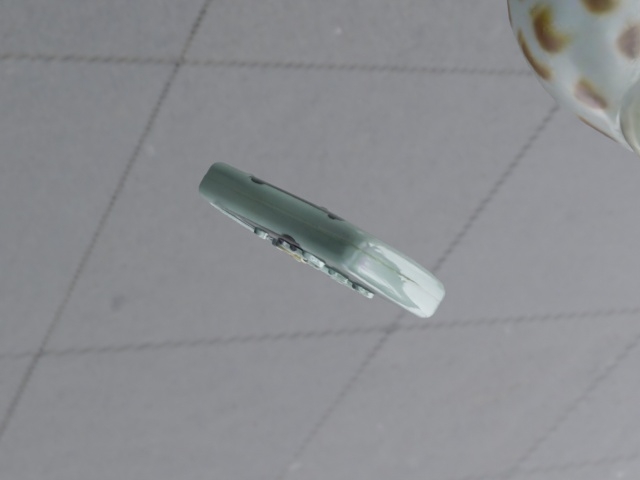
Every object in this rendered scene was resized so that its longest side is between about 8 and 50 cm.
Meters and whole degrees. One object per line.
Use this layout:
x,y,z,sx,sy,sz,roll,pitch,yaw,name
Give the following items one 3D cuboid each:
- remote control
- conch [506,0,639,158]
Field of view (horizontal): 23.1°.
0.000,0.000,1.548,0.140,0.296,0.056,31,88,-39,remote control
0.205,-0.185,1.054,0.182,0.148,0.275,-14,110,-55,conch
